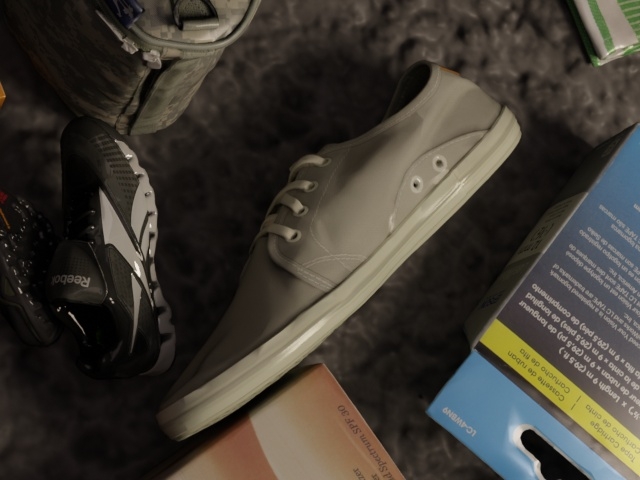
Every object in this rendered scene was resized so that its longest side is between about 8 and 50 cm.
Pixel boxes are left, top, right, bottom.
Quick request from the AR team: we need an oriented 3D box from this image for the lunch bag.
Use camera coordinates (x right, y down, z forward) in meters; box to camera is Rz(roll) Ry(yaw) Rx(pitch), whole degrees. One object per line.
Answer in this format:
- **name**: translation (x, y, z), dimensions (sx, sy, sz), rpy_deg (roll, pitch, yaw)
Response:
- **lunch bag**: translation (-0.152, -0.237, 1.379), dimensions (0.212, 0.305, 0.256), rpy_deg (-10, 82, -17)

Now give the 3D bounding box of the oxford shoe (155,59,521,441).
- **oxford shoe**: translation (0.000, 0.000, 1.455), dimensions (0.130, 0.169, 0.449), rpy_deg (47, 64, -7)

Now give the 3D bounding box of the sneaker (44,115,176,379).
- **sneaker**: translation (-0.188, 0.012, 1.406), dimensions (0.106, 0.078, 0.234), rpy_deg (-21, 101, -56)

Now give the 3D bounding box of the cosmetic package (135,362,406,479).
- **cosmetic package**: translation (-0.087, 0.248, 1.400), dimensions (0.296, 0.129, 0.153), rpy_deg (-37, 93, -19)

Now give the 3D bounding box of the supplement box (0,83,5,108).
- **supplement box**: translation (-0.326, -0.116, 1.433), dimensions (0.098, 0.062, 0.036), rpy_deg (-22, 87, -19)

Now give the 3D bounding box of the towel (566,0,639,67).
- **towel**: translation (0.370, -0.334, 1.689), dimensions (0.324, 0.038, 0.248), rpy_deg (-22, 86, -19)

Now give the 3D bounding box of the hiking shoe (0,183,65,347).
- **hiking shoe**: translation (-0.301, -0.001, 1.417), dimensions (0.227, 0.114, 0.086), rpy_deg (61, 31, -19)

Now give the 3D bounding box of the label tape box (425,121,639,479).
- **label tape box**: translation (0.272, 0.104, 1.542), dimensions (0.249, 0.115, 0.348), rpy_deg (40, 75, -6)
